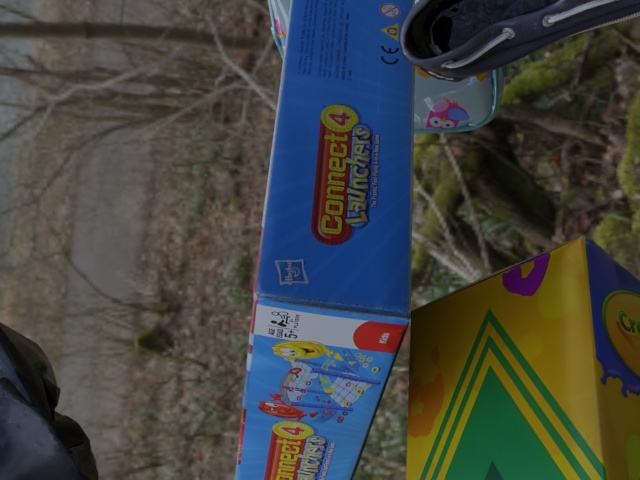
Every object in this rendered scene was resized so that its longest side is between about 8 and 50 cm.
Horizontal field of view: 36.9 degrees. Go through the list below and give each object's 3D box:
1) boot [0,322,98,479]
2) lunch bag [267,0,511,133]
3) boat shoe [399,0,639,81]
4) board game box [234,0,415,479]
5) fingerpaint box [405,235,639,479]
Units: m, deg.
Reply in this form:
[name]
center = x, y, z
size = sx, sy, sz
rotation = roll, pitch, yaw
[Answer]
[boot]
center = -0.420, 0.344, 0.974
size = 0.367, 0.445, 0.146
rotation = 57, 170, 11
[lunch bag]
center = 0.069, -0.227, 0.885
size = 0.107, 0.224, 0.279
rotation = -76, -21, -44
[boat shoe]
center = 0.130, -0.140, 0.489
size = 0.206, 0.065, 0.075
rotation = -25, 90, 30
[board game box]
center = 0.000, 0.000, 0.706
size = 0.302, 0.086, 0.308
rotation = 101, 175, -53
[fingerpaint box]
center = 0.256, 0.267, 0.653
size = 0.163, 0.445, 0.371
rotation = -29, 43, 40
